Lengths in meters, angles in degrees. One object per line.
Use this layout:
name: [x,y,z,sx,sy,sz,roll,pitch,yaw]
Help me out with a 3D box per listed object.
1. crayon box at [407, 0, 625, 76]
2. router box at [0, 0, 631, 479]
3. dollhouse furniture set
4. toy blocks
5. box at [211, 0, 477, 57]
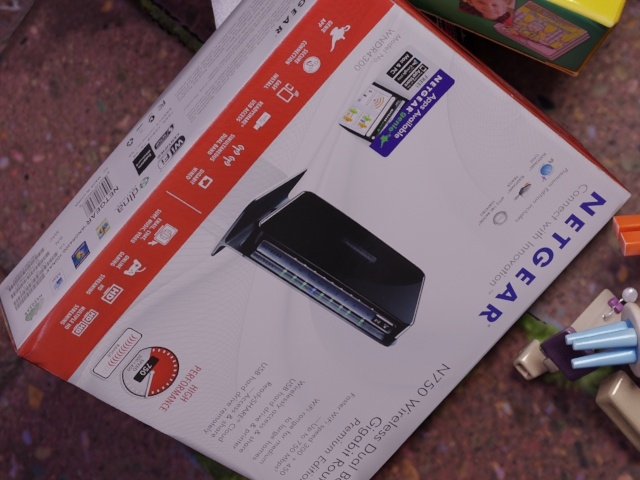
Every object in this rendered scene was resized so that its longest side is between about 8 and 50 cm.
crayon box: [0.076,-0.331,1.191,0.363,0.106,0.313,23,75,-1]
router box: [0.000,0.000,1.193,0.335,0.301,0.082,-49,35,11]
dollhouse furniture set: [0.216,0.094,1.238,0.081,0.091,0.114,-41,89,-28]
toy blocks: [0.235,0.029,1.178,0.148,0.054,0.123,-9,77,-7]
box: [0.007,-0.215,1.308,0.163,0.142,0.247,-15,76,22]
